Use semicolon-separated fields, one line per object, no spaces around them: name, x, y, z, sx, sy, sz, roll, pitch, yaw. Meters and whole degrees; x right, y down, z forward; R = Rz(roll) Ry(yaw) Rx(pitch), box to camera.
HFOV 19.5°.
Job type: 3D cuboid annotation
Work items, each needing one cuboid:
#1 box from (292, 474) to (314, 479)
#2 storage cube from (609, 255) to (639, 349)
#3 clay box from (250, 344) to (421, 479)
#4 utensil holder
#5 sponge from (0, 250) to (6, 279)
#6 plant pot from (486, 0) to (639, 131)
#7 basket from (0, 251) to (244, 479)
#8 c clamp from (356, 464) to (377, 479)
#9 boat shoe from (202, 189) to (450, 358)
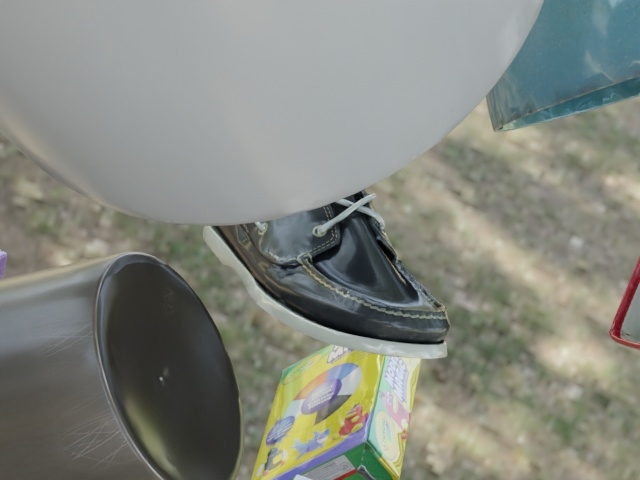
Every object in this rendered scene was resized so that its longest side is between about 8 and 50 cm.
box;-0.002;0.195;1.106;0.081;0.028;0.136;15;51;24
storage cube;0.327;0.022;1.157;0.193;0.215;0.184;23;-1;-14
clay box;0.016;0.145;1.578;0.053;0.127;0.222;51;25;-21
utensil holder;-0.079;-0.222;0.737;0.327;0.327;0.385;40;-8;29
sponge;-0.345;0.110;1.681;0.031;0.210;0.117;27;29;23
plant pot;0.237;-0.213;1.353;0.290;0.290;0.195;-16;88;-47
basket;-0.165;0.103;0.936;0.204;0.227;0.154;64;24;-12
c clamp;0.035;0.266;1.336;0.137;0.160;0.022;36;-11;12
boat shoe;0.000;0.000;1.048;0.084;0.079;0.233;4;21;-30
